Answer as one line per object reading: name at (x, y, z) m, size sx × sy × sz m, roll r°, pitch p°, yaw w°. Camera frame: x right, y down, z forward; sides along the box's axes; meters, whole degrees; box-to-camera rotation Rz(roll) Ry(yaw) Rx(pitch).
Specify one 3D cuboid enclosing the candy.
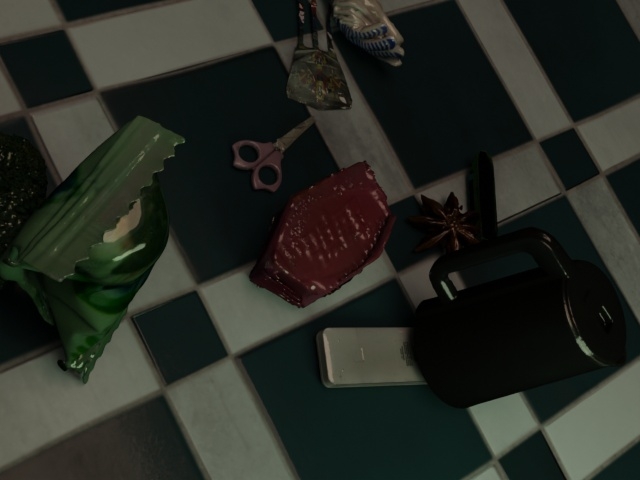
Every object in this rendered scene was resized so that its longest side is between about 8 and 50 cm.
candy at (-0.290, 0.028, 1.254) m, size 0.172 × 0.398 × 0.263 m, roll 30°, pitch 63°, yaw 14°

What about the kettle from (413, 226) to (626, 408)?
kettle at (0.328, 0.127, 1.555) m, size 0.203 × 0.308 × 0.262 m, roll -8°, pitch 77°, yaw -47°

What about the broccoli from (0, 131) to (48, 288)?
broccoli at (-0.517, -0.053, 1.248) m, size 0.297 × 0.297 × 0.297 m, roll 39°, pitch 55°, yaw 16°

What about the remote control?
remote control at (0.111, 0.202, 1.597) m, size 0.250 × 0.034 × 0.103 m, roll 2°, pitch 69°, yaw -29°

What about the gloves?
gloves at (0.090, -0.436, 1.812) m, size 0.119 × 0.097 × 0.229 m, roll -29°, pitch 78°, yaw -37°

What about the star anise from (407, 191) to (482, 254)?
star anise at (0.243, -0.023, 1.738) m, size 0.168 × 0.057 × 0.168 m, roll 7°, pitch 56°, yaw -11°

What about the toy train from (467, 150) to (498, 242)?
toy train at (0.318, -0.076, 1.817) m, size 0.044 × 0.042 × 0.209 m, roll 15°, pitch 64°, yaw -29°

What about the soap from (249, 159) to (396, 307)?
soap at (0.000, 0.000, 1.579) m, size 0.289 × 0.112 × 0.182 m, roll -30°, pitch 83°, yaw -33°

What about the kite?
kite at (-0.006, -0.363, 1.778) m, size 0.141 × 0.015 × 0.245 m, roll 7°, pitch 68°, yaw -28°

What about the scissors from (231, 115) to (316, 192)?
scissors at (-0.071, -0.172, 1.662) m, size 0.110 × 0.021 × 0.212 m, roll 49°, pitch 57°, yaw -5°
